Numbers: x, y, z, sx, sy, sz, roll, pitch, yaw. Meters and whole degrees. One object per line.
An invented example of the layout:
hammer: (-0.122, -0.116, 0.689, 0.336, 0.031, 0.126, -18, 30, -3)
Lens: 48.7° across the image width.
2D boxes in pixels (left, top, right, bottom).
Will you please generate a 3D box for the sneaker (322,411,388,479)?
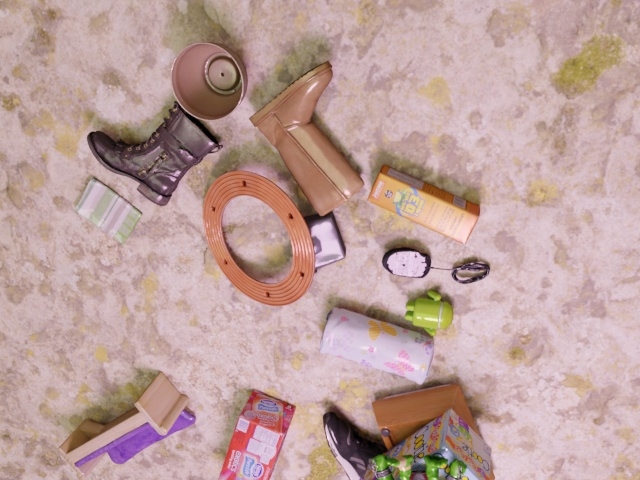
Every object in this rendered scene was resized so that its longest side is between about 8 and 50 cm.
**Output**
sneaker: (0.109, 0.541, 1.826, 0.124, 0.107, 0.283, -26, 108, 8)

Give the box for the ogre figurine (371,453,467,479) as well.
ogre figurine: (0.209, 0.514, 1.488, 0.197, 0.097, 0.118, -5, 91, 4)

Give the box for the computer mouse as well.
computer mouse: (0.260, 0.055, 1.599, 0.242, 0.041, 0.071, 8, 113, 5)

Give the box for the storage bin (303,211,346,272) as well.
storage bin: (0.000, 0.000, 1.615, 0.091, 0.098, 0.135, -18, 107, 10)

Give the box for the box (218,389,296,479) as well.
box: (-0.170, 0.545, 1.874, 0.128, 0.122, 0.257, 21, 117, 6)

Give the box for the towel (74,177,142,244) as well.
towel: (-0.530, -0.071, 1.760, 0.152, 0.023, 0.113, 36, 118, -2)

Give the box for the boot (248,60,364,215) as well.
boot: (0.007, -0.218, 1.522, 0.236, 0.089, 0.269, -32, 102, 34)

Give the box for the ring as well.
ring: (-0.141, -0.004, 1.626, 0.337, 0.032, 0.336, 18, 123, 31)

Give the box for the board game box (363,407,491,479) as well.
board game box: (0.238, 0.538, 1.617, 0.144, 0.142, 0.275, 45, 117, -5)

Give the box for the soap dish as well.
soap dish: (0.276, 0.508, 1.741, 0.229, 0.118, 0.291, -16, 108, 21)

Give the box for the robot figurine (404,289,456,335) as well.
robot figurine: (0.253, 0.168, 1.628, 0.115, 0.067, 0.101, 7, 103, 12)

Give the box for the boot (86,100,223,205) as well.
boot: (-0.380, -0.230, 1.627, 0.263, 0.091, 0.229, 38, 112, -8)

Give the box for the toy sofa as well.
toy sofa: (-0.529, 0.535, 1.952, 0.362, 0.150, 0.177, -32, 100, 25)

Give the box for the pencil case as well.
pencil case: (0.132, 0.251, 1.672, 0.273, 0.113, 0.124, 16, 126, 8)

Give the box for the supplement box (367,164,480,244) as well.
supplement box: (0.222, -0.078, 1.524, 0.233, 0.080, 0.078, 25, 115, 6)

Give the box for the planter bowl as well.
planter bowl: (-0.223, -0.347, 1.509, 0.162, 0.109, 0.162, 6, 114, 13)
